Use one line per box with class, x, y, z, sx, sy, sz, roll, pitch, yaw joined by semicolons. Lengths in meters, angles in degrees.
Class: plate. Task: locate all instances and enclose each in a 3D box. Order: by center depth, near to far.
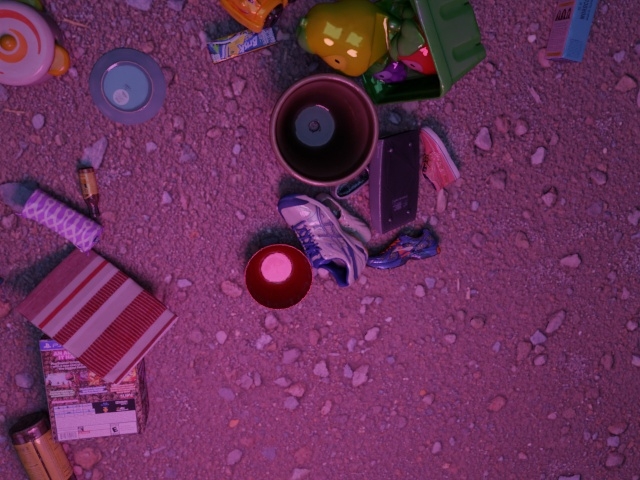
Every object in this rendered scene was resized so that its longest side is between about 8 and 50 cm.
plate;-0.482;-0.383;1.641;0.188;0.024;0.188;-2;104;-9

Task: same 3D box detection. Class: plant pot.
plant pot;-0.005;-0.280;1.629;0.263;0.229;0.262;-2;104;-8

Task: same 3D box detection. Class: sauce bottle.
sauce bottle;-0.588;-0.123;1.678;0.042;0.042;0.128;-9;103;-6
sauce bottle;-0.740;0.644;1.804;0.112;0.111;0.344;-17;105;-4

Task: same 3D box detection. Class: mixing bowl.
mixing bowl;-0.115;0.086;1.769;0.182;0.098;0.181;-2;104;-7

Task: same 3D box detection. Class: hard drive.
hard drive;0.194;-0.158;1.732;0.172;0.054;0.254;-23;120;-42

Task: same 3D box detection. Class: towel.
towel;-0.558;0.183;1.652;0.329;0.037;0.237;36;65;8

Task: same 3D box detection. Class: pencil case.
pencil case;-0.651;-0.047;1.662;0.206;0.086;0.088;33;84;-11

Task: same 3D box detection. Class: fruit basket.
fruit basket;0.138;-0.449;1.539;0.392;0.392;0.282;-22;106;-3

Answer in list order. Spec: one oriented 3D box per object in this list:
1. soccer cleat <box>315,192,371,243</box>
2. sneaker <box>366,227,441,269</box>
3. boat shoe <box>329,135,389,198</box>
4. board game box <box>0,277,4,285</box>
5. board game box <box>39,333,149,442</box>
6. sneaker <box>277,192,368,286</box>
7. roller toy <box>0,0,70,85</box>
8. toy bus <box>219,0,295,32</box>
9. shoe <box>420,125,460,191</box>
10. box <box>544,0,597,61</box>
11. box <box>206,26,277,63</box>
soccer cleat;0.061;-0.053;1.773;0.196;0.076;0.068;40;95;-15
sneaker;0.219;0.024;1.824;0.221;0.083;0.087;-16;92;-10
boat shoe;0.121;-0.188;1.747;0.227;0.081;0.079;-42;105;3
board game box;-0.965;0.074;1.560;0.336;0.254;0.079;31;97;-14
board game box;-0.591;0.363;1.742;0.232;0.141;0.290;-3;104;-8
sneaker;0.000;0.000;1.711;0.296;0.131;0.112;39;138;-13
roller toy;-0.706;-0.454;1.527;0.191;0.146;0.209;-29;106;0
toy bus;-0.118;-0.625;1.518;0.149;0.211;0.220;39;76;-5
shoe;0.302;-0.218;1.775;0.081;0.063;0.178;-37;110;-4
box;0.665;-0.595;1.721;0.060;0.100;0.244;9;102;-12
box;-0.196;-0.491;1.638;0.169;0.059;0.054;-18;104;-4
